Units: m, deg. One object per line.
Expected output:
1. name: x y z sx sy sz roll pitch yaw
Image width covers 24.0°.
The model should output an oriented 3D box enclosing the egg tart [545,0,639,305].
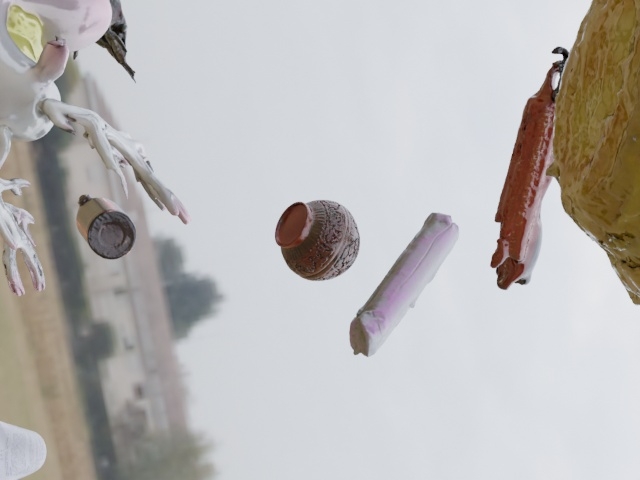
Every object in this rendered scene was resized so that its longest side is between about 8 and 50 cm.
1. egg tart: 0.305 -0.112 1.287 0.388 0.169 0.388 -172 -90 -79

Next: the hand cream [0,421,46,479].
1. hand cream: -0.382 0.265 1.880 0.142 0.053 0.084 26 63 -78

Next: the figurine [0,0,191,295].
1. figurine: -0.282 -0.139 1.598 0.316 0.206 0.284 -94 161 -46

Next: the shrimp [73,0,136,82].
1. shrimp: -0.384 -0.401 2.119 0.410 0.166 0.221 70 -22 7

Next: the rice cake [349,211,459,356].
1. rice cake: 0.108 0.053 1.928 0.270 0.049 0.055 -49 128 -42

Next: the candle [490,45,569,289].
1. candle: 0.250 -0.081 1.767 0.084 0.059 0.302 -31 136 -64

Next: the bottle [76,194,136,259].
1. bottle: -0.252 -0.020 1.739 0.164 0.060 0.060 -150 -131 -72

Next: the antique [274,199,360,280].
1. antique: 0.000 0.000 1.792 0.104 0.104 0.104 169 -90 -81
